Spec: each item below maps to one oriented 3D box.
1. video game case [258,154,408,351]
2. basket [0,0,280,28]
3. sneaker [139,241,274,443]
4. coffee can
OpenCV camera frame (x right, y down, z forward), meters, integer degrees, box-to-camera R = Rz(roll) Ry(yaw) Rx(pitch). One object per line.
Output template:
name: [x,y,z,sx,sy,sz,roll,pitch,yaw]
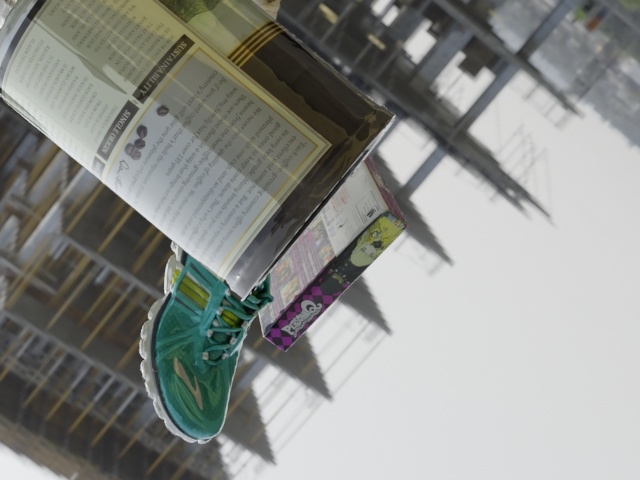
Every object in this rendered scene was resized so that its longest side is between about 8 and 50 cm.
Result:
video game case: [0.000,0.000,1.404,0.042,0.210,0.232,39,-168,-22]
basket: [-0.242,-0.362,1.519,0.328,0.266,0.331,13,-169,-28]
sneaker: [-0.107,0.067,1.178,0.107,0.110,0.275,25,-115,-42]
coffee can: [-0.106,-0.112,0.961,0.275,0.201,0.201,40,-166,0]
